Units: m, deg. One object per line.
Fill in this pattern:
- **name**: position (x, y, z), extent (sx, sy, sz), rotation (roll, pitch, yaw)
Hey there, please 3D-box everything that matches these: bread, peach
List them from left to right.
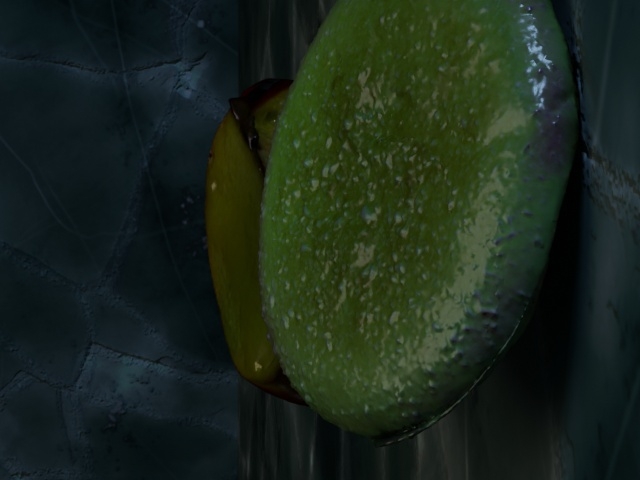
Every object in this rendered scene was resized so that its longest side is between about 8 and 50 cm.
- **peach**: position (-0.002, 0.006, 1.169), extent (0.154, 0.159, 0.267), rotation (-63, 36, 34)
- **bread**: position (0.038, -0.028, 0.924), extent (0.301, 0.045, 0.301), rotation (-29, 56, 53)
